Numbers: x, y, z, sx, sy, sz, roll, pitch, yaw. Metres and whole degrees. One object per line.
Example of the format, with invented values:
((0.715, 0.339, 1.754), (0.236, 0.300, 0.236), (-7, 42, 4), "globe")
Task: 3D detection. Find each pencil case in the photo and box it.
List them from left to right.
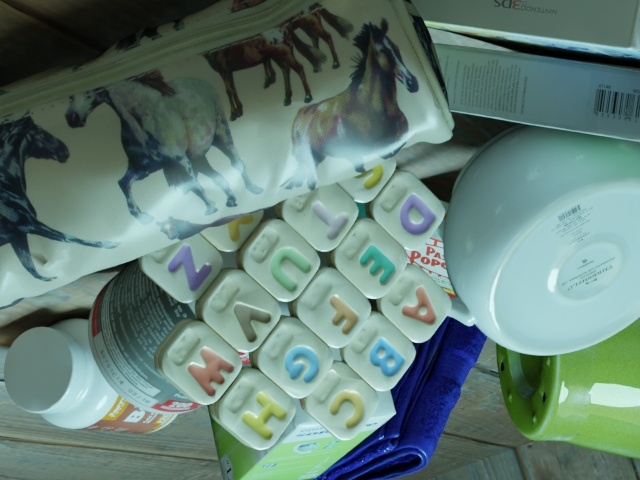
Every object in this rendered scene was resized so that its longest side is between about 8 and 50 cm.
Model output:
((-0.106, -0.085, 1.218), (0.410, 0.160, 0.183), (-20, 151, 10), "pencil case")

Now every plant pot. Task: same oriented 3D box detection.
((0.421, 0.129, 2.177), (0.353, 0.366, 0.366), (0, 159, -14), "plant pot")

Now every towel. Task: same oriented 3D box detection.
((0.102, 0.161, 2.080), (0.076, 0.308, 0.228), (39, 144, -13), "towel")

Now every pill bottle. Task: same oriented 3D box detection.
((-0.247, 0.150, 1.898), (0.121, 0.121, 0.216), (-24, 162, 22), "pill bottle")
((-0.096, 0.050, 1.658), (0.161, 0.161, 0.283), (-5, 160, -35), "pill bottle")

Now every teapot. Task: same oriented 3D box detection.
((0.213, -0.024, 1.661), (0.256, 0.187, 0.252), (6, 124, -32), "teapot")

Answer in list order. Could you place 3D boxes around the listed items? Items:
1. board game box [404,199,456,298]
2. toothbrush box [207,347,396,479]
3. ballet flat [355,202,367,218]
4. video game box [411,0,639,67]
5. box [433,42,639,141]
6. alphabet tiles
((0.141, 0.013, 1.846), (0.147, 0.045, 0.193), (19, 164, 7), "board game box")
((-0.038, 0.145, 1.934), (0.122, 0.206, 0.283), (-6, 161, -23), "toothbrush box")
((0.000, 0.000, 1.760), (0.231, 0.077, 0.077), (-33, 175, 36), "ballet flat")
((0.192, -0.162, 1.295), (0.205, 0.048, 0.187), (14, -172, 38), "video game box")
((0.247, -0.112, 1.399), (0.232, 0.058, 0.322), (12, -174, 28), "box")
((-0.015, 0.038, 1.512), (0.284, 0.278, 0.021), (-52, -153, -13), "alphabet tiles")
